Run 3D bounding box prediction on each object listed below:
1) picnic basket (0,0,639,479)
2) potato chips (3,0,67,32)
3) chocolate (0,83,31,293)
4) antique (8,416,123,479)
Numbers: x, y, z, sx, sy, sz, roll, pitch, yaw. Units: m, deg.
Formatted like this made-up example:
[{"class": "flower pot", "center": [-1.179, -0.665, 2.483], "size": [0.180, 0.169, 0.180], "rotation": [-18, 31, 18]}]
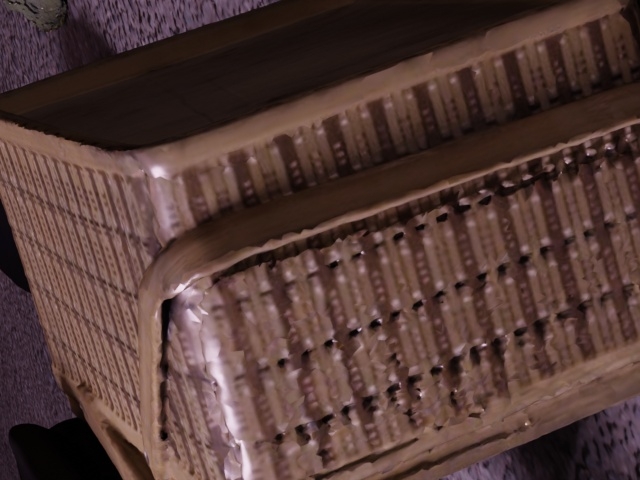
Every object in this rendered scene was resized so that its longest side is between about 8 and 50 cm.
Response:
[{"class": "picnic basket", "center": [0.000, 0.000, 0.834], "size": [0.313, 0.228, 0.175], "rotation": [17, 125, 68]}, {"class": "potato chips", "center": [-0.303, -0.235, 1.531], "size": [0.059, 0.228, 0.167], "rotation": [-58, 45, 12]}, {"class": "chocolate", "center": [-0.191, -0.045, 1.469], "size": [0.177, 0.176, 0.177], "rotation": [54, 158, 35]}, {"class": "antique", "center": [-0.075, 0.211, 0.872], "size": [0.255, 0.322, 0.185], "rotation": [19, 122, 20]}]
